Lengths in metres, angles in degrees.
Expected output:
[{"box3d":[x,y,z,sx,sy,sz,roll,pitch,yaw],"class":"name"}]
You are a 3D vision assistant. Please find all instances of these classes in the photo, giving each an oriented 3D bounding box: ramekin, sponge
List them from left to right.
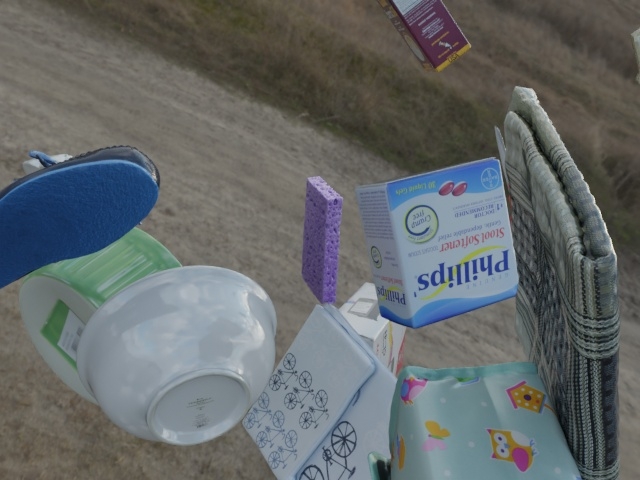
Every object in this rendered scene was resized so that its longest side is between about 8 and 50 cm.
[{"box3d":[-0.350,0.132,0.990,0.303,0.303,0.148,36,41,10],"class":"ramekin"},{"box3d":[0.000,0.000,1.096,0.031,0.209,0.117,-7,26,-20],"class":"sponge"}]

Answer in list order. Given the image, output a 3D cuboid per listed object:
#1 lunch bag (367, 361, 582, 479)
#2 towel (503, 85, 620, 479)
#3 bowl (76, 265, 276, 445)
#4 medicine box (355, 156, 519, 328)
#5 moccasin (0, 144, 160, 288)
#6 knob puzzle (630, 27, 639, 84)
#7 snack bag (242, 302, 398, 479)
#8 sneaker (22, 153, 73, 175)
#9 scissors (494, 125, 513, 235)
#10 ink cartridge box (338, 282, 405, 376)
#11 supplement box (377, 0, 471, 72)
[{"box3d":[0.135,0.273,0.552,0.160,0.262,0.223,0,45,-6],"class":"lunch bag"},{"box3d":[0.223,0.048,0.586,0.056,0.312,0.324,-9,33,14],"class":"towel"},{"box3d":[-0.185,0.191,0.845,0.298,0.297,0.134,9,29,-31],"class":"bowl"},{"box3d":[0.242,0.000,1.222,0.264,0.289,0.149,-15,7,-19],"class":"medicine box"},{"box3d":[-0.353,-0.040,0.732,0.116,0.342,0.137,-97,163,-51],"class":"moccasin"},{"box3d":[0.645,-0.326,1.032,0.213,0.213,0.030,15,33,-24],"class":"knob puzzle"},{"box3d":[0.018,0.336,1.078,0.037,0.323,0.342,15,23,-48],"class":"snack bag"},{"box3d":[-0.632,-0.176,1.456,0.212,0.080,0.094,20,43,31],"class":"sneaker"},{"box3d":[0.416,-0.100,1.300,0.021,0.109,0.297,-27,91,-17],"class":"scissors"},{"box3d":[0.107,0.259,1.427,0.131,0.226,0.306,10,19,19],"class":"ink cartridge box"},{"box3d":[0.194,-0.424,1.146,0.188,0.081,0.104,51,7,-15],"class":"supplement box"}]
